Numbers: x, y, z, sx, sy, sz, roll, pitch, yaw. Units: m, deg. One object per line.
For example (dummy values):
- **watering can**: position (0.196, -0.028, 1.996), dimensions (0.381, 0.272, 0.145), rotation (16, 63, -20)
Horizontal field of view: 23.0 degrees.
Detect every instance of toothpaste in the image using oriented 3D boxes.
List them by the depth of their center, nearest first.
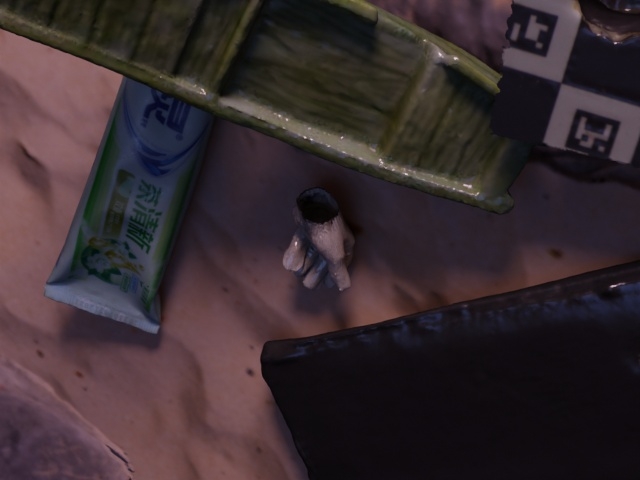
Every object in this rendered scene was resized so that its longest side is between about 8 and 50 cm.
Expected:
- **toothpaste**: position (-0.089, -0.065, 0.874), dimensions (0.074, 0.048, 0.297), rotation (20, 127, -3)

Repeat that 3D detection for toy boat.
- **toy boat**: position (-0.025, -0.096, 0.780), dimensions (0.293, 0.055, 0.093), rotation (19, 129, -12)

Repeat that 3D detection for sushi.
- **sushi**: position (0.198, -0.118, 0.715), dimensions (0.215, 0.050, 0.192), rotation (14, 125, 10)

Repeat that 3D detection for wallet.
- **wallet**: position (0.106, 0.094, 0.886), dimensions (0.285, 0.030, 0.146), rotation (-13, 115, 28)

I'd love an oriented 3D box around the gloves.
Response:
- **gloves**: position (0.002, 0.000, 0.871), dimensions (0.044, 0.037, 0.081), rotation (55, 151, 31)
